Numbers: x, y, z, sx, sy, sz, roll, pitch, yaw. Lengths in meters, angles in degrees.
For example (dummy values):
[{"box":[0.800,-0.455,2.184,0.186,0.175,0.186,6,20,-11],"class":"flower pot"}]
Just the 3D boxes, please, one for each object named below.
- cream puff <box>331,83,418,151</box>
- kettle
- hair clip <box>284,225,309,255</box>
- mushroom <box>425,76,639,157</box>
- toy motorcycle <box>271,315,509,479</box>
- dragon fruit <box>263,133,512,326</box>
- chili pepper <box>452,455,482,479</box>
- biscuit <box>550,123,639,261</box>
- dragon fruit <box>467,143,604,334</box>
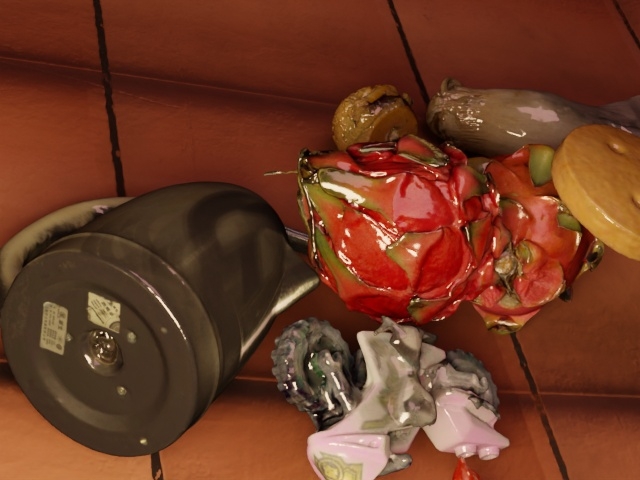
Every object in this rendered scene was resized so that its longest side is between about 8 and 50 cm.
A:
[{"box":[0.070,-0.156,1.730,0.133,0.119,0.104,3,24,-40],"class":"cream puff"},{"box":[-0.188,0.040,1.349,0.320,0.228,0.324,15,29,20],"class":"kettle"},{"box":[0.000,0.000,1.594,0.229,0.039,0.070,16,44,-10],"class":"hair clip"},{"box":[0.350,-0.162,1.872,0.397,0.126,0.177,4,37,-23],"class":"mushroom"},{"box":[0.084,0.193,1.377,0.327,0.143,0.188,15,56,-39],"class":"toy motorcycle"},{"box":[0.070,-0.024,1.416,0.293,0.234,0.234,28,41,-14],"class":"dragon fruit"},{"box":[0.175,0.323,1.334,0.059,0.050,0.191,-6,73,-40],"class":"chili pepper"},{"box":[0.448,-0.048,1.572,0.354,0.052,0.275,16,42,-21],"class":"biscuit"},{"box":[0.246,-0.007,1.598,0.224,0.224,0.227,9,37,-19],"class":"dragon fruit"}]
